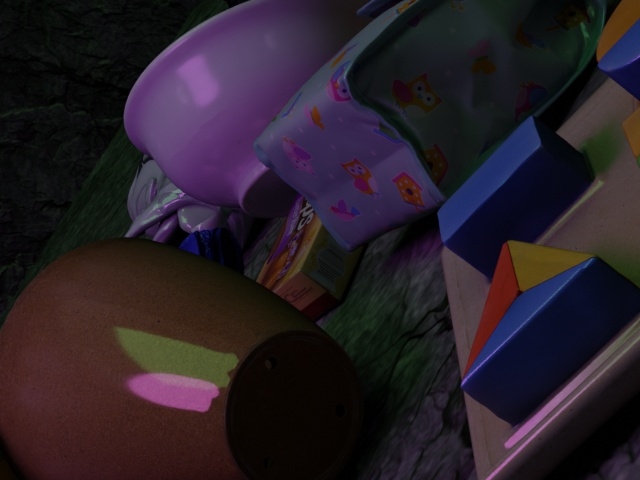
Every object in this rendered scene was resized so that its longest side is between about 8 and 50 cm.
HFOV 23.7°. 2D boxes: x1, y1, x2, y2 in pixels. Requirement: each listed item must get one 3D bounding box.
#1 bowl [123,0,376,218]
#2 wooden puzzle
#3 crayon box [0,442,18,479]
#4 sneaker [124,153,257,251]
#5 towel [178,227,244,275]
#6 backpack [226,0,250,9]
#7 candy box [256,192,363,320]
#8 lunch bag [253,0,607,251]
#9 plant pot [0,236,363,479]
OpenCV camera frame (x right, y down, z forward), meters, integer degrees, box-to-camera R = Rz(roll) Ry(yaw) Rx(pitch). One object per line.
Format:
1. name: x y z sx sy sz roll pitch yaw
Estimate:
1. bowl: -0.040 -0.115 1.544 0.298 0.297 0.134 -42 61 37
2. wooden puzzle: 0.177 -0.040 0.903 0.322 0.080 0.348 -48 15 22
3. crayon box: -0.270 0.251 1.250 0.081 0.278 0.165 1 44 25
4. sneaker: -0.174 -0.033 1.890 0.366 0.137 0.210 -28 26 54
5. towel: -0.187 0.146 1.534 0.308 0.076 0.228 -47 30 24
6. backpack: -0.019 -0.276 1.680 0.191 0.225 0.253 -29 -27 4
7. candy box: 0.000 0.000 1.431 0.109 0.053 0.187 -38 21 46
8. lunch bag: 0.099 -0.139 1.247 0.262 0.160 0.223 -46 8 -21
9. plant pot: -0.088 0.115 1.146 0.254 0.237 0.237 -1 52 55
